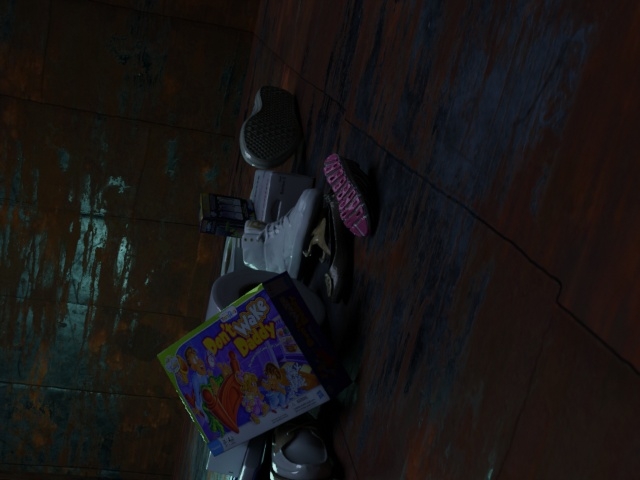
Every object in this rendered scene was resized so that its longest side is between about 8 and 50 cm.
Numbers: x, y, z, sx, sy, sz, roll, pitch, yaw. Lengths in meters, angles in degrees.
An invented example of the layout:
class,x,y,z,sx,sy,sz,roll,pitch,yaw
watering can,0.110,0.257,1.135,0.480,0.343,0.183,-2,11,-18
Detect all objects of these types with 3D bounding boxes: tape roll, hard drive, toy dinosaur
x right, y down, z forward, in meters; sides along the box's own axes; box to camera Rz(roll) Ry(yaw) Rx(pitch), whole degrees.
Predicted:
class,x,y,z,sx,sy,sz,roll,pitch,yaw
tape roll,-0.263,0.068,2.531,0.286,0.100,0.286,-171,90,-76
tape roll,-0.125,0.193,1.598,0.246,0.246,0.169,-106,27,-60
hard drive,-0.200,0.651,1.916,0.210,0.040,0.319,-80,7,-73
toy dinosaur,0.000,0.000,1.610,0.183,0.053,0.093,-100,24,-52

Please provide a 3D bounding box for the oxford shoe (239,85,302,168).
class,x,y,z,sx,sy,sz,roll,pitch,yaw
oxford shoe,-0.145,-0.302,2.153,0.449,0.169,0.130,-90,17,-57

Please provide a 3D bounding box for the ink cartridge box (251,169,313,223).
class,x,y,z,sx,sy,sz,roll,pitch,yaw
ink cartridge box,-0.112,-0.080,1.976,0.273,0.114,0.198,-153,72,-76

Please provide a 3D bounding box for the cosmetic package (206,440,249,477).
class,x,y,z,sx,sy,sz,roll,pitch,yaw
cosmetic package,-0.195,0.386,1.925,0.377,0.097,0.284,108,174,-45

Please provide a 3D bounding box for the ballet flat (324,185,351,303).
class,x,y,z,sx,sy,sz,roll,pitch,yaw
ballet flat,0.029,0.000,1.481,0.084,0.058,0.250,138,138,-70

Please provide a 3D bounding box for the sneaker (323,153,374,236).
class,x,y,z,sx,sy,sz,roll,pitch,yaw
sneaker,0.068,-0.084,1.383,0.063,0.074,0.170,-45,58,40

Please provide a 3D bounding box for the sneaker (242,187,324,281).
class,x,y,z,sx,sy,sz,roll,pitch,yaw
sneaker,-0.099,-0.021,1.732,0.108,0.169,0.292,-52,-15,-50

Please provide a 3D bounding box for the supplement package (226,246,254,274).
class,x,y,z,sx,sy,sz,roll,pitch,yaw
supplement package,-0.183,0.161,2.043,0.203,0.149,0.194,113,160,-46

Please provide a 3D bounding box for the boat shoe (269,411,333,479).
class,x,y,z,sx,sy,sz,roll,pitch,yaw
boat shoe,-0.044,0.387,1.428,0.302,0.113,0.103,175,98,-77

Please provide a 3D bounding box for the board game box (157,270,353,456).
class,x,y,z,sx,sy,sz,roll,pitch,yaw
board game box,-0.134,0.240,1.417,0.347,0.078,0.233,-35,83,37

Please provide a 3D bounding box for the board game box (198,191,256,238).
class,x,y,z,sx,sy,sz,roll,pitch,yaw
board game box,-0.243,-0.064,1.959,0.170,0.141,0.048,-109,29,-63

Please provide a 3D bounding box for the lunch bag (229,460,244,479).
class,x,y,z,sx,sy,sz,roll,pitch,yaw
lunch bag,-0.217,0.648,2.064,0.067,0.065,0.098,-118,38,-67

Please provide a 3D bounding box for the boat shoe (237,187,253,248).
class,x,y,z,sx,sy,sz,roll,pitch,yaw
boat shoe,-0.189,-0.052,2.307,0.092,0.102,0.285,146,137,-78
